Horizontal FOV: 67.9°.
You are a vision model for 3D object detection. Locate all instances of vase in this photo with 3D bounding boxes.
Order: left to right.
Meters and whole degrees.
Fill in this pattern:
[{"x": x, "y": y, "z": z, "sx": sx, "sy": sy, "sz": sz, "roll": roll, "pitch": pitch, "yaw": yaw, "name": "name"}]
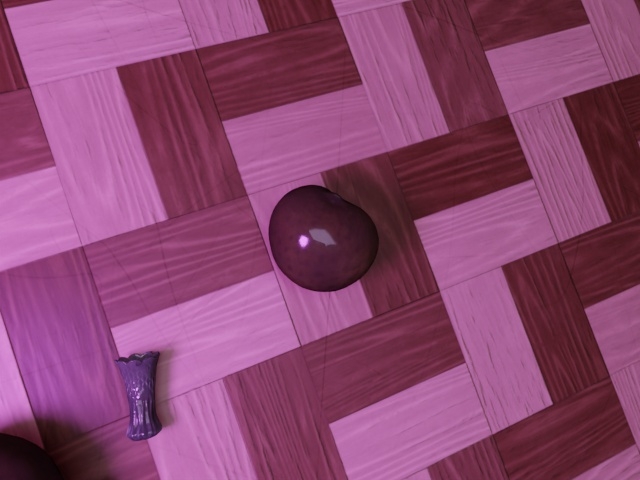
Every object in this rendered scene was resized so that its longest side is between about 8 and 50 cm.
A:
[{"x": -0.329, "y": 0.285, "z": 0.871, "sx": 0.081, "sy": 0.081, "sz": 0.149, "roll": -5, "pitch": 87, "yaw": -13, "name": "vase"}]

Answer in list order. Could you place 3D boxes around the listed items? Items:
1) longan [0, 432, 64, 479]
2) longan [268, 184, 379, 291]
[{"x": -0.526, "y": 0.430, "z": 0.739, "sx": 0.248, "sy": 0.248, "sz": 0.248, "roll": 2, "pitch": 82, "yaw": -12, "name": "longan"}, {"x": 0.000, "y": 0.000, "z": 0.922, "sx": 0.220, "sy": 0.196, "sz": 0.197, "roll": 32, "pitch": 77, "yaw": -15, "name": "longan"}]
